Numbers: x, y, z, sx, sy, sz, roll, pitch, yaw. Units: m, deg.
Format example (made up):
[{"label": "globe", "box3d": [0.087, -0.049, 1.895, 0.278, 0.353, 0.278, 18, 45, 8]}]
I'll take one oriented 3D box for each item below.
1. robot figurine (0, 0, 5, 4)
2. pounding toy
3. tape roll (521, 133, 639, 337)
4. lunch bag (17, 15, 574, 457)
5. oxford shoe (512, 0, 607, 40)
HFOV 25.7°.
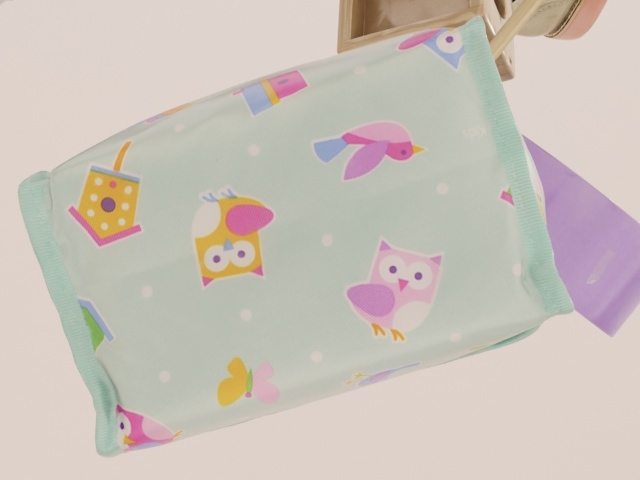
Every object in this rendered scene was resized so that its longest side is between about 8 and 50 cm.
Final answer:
[{"label": "robot figurine", "box3d": [-0.348, -0.280, 1.086, 0.300, 0.353, 0.200, 37, -71, 24]}, {"label": "pounding toy", "box3d": [0.114, -0.162, 1.148, 0.094, 0.181, 0.206, 54, -149, -47]}, {"label": "tape roll", "box3d": [0.175, -0.013, 1.088, 0.189, 0.189, 0.080, 37, -85, -13]}, {"label": "lunch bag", "box3d": [0.000, 0.000, 0.704, 0.223, 0.262, 0.160, -18, -91, 5]}, {"label": "oxford shoe", "box3d": [0.273, -0.375, 1.552, 0.146, 0.397, 0.140, -5, -132, -18]}]
